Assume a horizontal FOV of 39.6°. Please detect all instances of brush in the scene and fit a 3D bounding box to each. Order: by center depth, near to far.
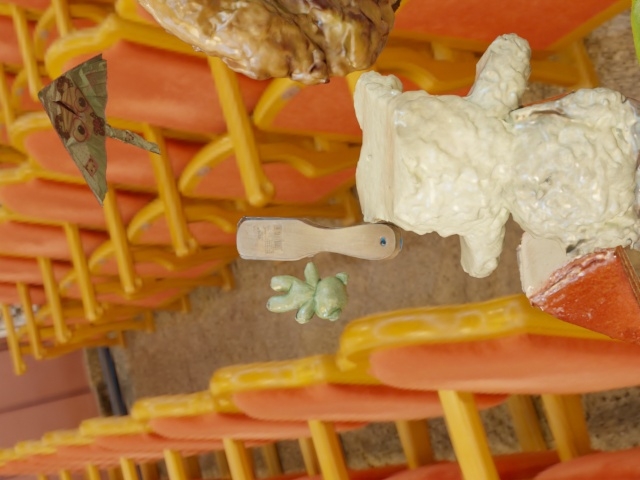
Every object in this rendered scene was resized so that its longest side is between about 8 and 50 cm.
[{"bbox_3d":[0.000,0.000,1.333,0.327,0.065,0.070,1,86,45],"label":"brush"}]

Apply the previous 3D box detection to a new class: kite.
[{"bbox_3d":[-0.293,-0.150,1.204,0.012,0.250,0.229,-12,73,26],"label":"kite"}]

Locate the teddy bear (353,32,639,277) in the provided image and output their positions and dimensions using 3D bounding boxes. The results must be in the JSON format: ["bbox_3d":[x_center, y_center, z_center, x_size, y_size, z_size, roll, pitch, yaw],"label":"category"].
[{"bbox_3d":[0.253,-0.108,1.184,0.375,0.362,0.328,-122,30,-75],"label":"teddy bear"}]

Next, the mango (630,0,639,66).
[{"bbox_3d":[0.623,-0.298,1.405,0.225,0.201,0.382,-14,89,24],"label":"mango"}]

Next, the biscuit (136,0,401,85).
[{"bbox_3d":[-0.048,-0.286,0.917,0.289,0.334,0.081,32,133,3],"label":"biscuit"}]

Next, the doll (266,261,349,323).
[{"bbox_3d":[-0.020,0.098,1.587,0.077,0.150,0.115,61,-142,-61],"label":"doll"}]

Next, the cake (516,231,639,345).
[{"bbox_3d":[0.466,0.044,1.402,0.158,0.262,0.160,-88,24,-43],"label":"cake"}]
